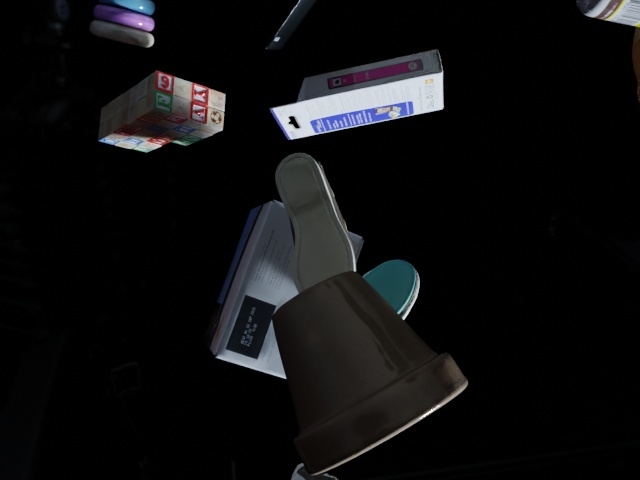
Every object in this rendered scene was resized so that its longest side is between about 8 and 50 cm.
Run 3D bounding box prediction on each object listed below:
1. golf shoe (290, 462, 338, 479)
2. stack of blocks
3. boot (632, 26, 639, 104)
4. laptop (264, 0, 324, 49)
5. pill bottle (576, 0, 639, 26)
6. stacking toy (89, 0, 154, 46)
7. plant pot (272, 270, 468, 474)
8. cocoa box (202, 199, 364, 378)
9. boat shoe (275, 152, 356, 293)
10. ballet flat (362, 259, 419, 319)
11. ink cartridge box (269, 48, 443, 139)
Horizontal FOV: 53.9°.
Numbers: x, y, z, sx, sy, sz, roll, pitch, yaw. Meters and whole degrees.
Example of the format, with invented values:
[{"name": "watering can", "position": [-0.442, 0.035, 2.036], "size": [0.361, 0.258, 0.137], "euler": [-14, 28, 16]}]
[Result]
[{"name": "golf shoe", "position": [0.031, 0.457, 1.103], "size": [0.198, 0.077, 0.094], "euler": [39, -157, -18]}, {"name": "stack of blocks", "position": [-0.374, -0.284, 1.464], "size": [0.171, 0.087, 0.297], "euler": [11, 167, -40]}, {"name": "boot", "position": [0.570, -0.310, 0.951], "size": [0.109, 0.220, 0.283], "euler": [9, 168, -11]}, {"name": "laptop", "position": [-0.058, -0.526, 1.234], "size": [0.136, 0.264, 0.234], "euler": [-13, -165, 12]}, {"name": "pill bottle", "position": [0.362, -0.249, 0.583], "size": [0.215, 0.117, 0.117], "euler": [12, -150, 2]}, {"name": "stacking toy", "position": [-0.414, -0.605, 1.386], "size": [0.141, 0.330, 0.141], "euler": [13, -167, -3]}, {"name": "plant pot", "position": [0.045, 0.175, 0.922], "size": [0.263, 0.263, 0.229], "euler": [-20, -105, -33]}, {"name": "cocoa box", "position": [-0.093, 0.115, 1.419], "size": [0.231, 0.347, 0.228], "euler": [22, 172, -15]}, {"name": "boat shoe", "position": [0.000, 0.000, 1.156], "size": [0.116, 0.324, 0.097], "euler": [-20, 163, 12]}, {"name": "ballet flat", "position": [0.090, 0.201, 1.299], "size": [0.139, 0.139, 0.400], "euler": [14, -136, 22]}, {"name": "ink cartridge box", "position": [0.084, -0.314, 1.391], "size": [0.371, 0.069, 0.176], "euler": [-12, 164, 8]}]
